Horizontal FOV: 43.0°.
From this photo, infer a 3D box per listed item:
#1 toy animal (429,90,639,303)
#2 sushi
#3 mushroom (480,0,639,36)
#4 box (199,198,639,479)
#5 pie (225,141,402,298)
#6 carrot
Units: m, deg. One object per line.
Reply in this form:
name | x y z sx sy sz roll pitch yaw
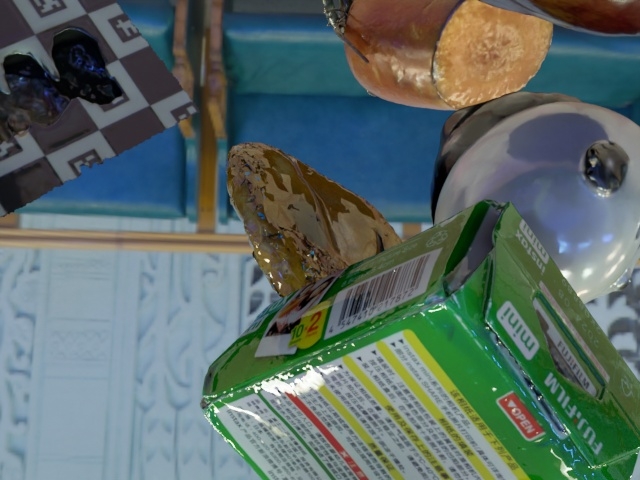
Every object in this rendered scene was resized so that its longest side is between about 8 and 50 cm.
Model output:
toy animal | 0.176 -0.028 0.661 0.165 0.187 0.235 37 -167 -9
sushi | -0.418 -0.198 1.191 0.373 0.296 0.100 -35 175 -25
mushroom | 0.173 -0.282 0.528 0.345 0.260 0.345 15 174 2
box | 0.054 0.101 0.514 0.250 0.180 0.103 -30 -168 43
pie | 0.000 0.001 0.855 0.069 0.273 0.273 -43 147 25
carrot | 0.137 -0.292 1.183 0.331 0.214 0.193 26 150 42
